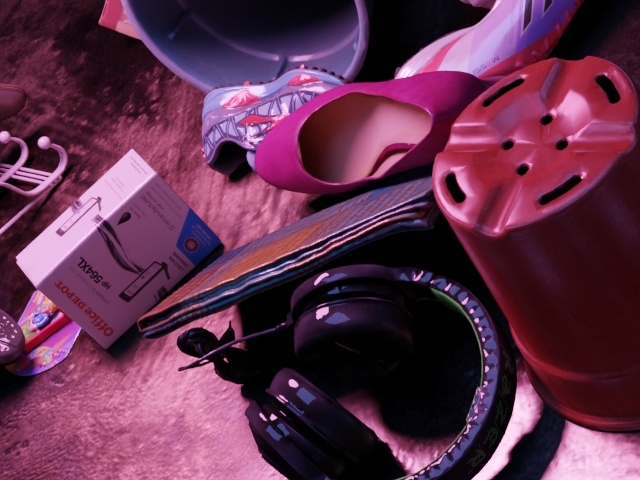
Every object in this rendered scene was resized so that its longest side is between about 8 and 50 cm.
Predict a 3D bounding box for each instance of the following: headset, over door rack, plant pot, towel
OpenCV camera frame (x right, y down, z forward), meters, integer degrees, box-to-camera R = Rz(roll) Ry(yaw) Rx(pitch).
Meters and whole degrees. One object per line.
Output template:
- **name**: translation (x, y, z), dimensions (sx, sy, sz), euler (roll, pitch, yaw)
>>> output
- **headset**: translation (0.022, 0.147, 1.615), dimensions (0.394, 0.185, 0.243), euler (11, 70, 32)
- **over door rack**: translation (-0.542, -0.033, 2.291), dimensions (0.239, 0.108, 0.324), euler (11, 61, 47)
- **plant pot**: translation (0.251, -0.011, 1.441), dimensions (0.272, 0.265, 0.272), euler (-23, 40, 21)
- **towel**: translation (0.000, 0.000, 1.741), dimensions (0.370, 0.040, 0.271), euler (-24, 7, 25)
- **plant pot**: translation (-0.048, -0.408, 2.075), dimensions (0.341, 0.341, 0.334), euler (-10, 39, 34)

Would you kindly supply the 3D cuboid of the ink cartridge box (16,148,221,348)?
- **ink cartridge box**: translation (-0.250, 0.013, 1.954), dimensions (0.203, 0.148, 0.086), euler (-44, 39, -3)

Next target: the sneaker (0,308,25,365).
- **sneaker**: translation (-0.478, 0.145, 2.072), dimensions (0.227, 0.130, 0.087), euler (4, 47, 20)

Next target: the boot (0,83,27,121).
- **boot**: translation (-0.518, -0.159, 2.308), dimensions (0.219, 0.082, 0.106), euler (-22, 49, -24)

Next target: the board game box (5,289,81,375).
- **board game box**: translation (-0.364, 0.098, 2.063), dimensions (0.133, 0.033, 0.168), euler (-3, 51, 39)

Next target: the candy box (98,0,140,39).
- **candy box**: translation (-0.249, -0.485, 2.433), dimensions (0.183, 0.087, 0.316), euler (120, 165, -50)

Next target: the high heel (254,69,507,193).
- **high heel**: translation (0.033, -0.119, 1.757), dimensions (0.377, 0.127, 0.181), euler (-18, -1, 38)

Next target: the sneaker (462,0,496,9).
- **sneaker**: translation (0.156, -0.358, 1.878), dimensions (0.114, 0.305, 0.152), euler (127, 138, -50)

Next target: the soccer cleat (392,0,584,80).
- **soccer cleat**: translation (0.233, -0.232, 1.833), dimensions (0.318, 0.108, 0.116), euler (-39, 56, 1)

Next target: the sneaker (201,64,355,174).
- **sneaker**: translation (-0.044, -0.137, 1.991), dimensions (0.262, 0.104, 0.125), euler (-9, 65, 41)
